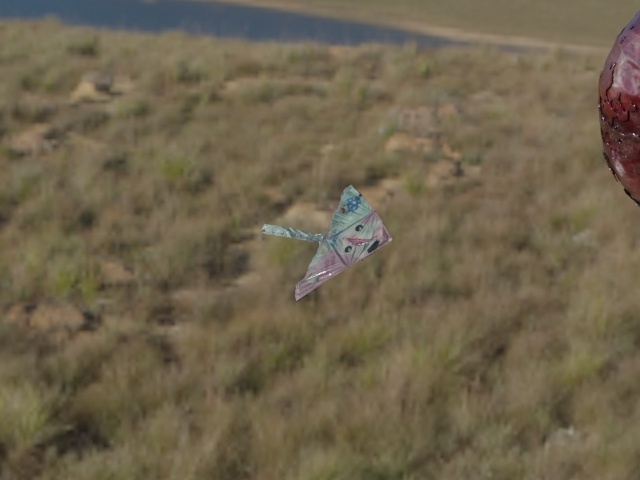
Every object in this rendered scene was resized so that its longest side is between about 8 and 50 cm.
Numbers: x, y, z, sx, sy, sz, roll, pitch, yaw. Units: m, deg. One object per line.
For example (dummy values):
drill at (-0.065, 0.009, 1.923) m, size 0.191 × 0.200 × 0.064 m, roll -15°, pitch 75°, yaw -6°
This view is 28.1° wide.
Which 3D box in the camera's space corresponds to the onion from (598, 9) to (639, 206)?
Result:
onion at (0.350, -0.106, 1.022) m, size 0.252 × 0.252 × 0.219 m, roll 0°, pitch 24°, yaw -9°

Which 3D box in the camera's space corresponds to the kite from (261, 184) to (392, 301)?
kite at (0.000, 0.000, 1.166) m, size 0.152 × 0.005 × 0.137 m, roll -1°, pitch 50°, yaw 36°
